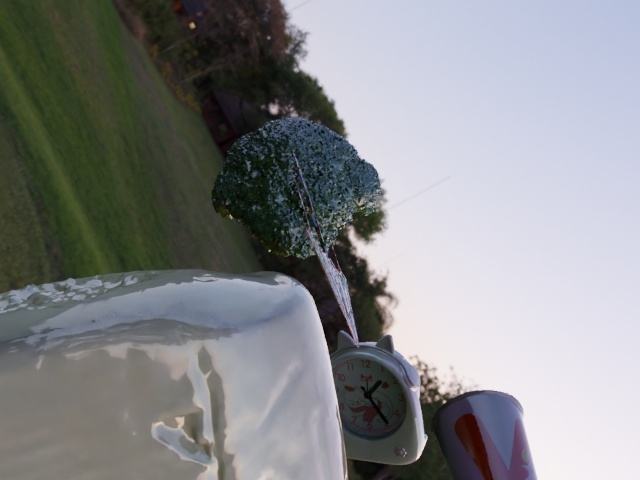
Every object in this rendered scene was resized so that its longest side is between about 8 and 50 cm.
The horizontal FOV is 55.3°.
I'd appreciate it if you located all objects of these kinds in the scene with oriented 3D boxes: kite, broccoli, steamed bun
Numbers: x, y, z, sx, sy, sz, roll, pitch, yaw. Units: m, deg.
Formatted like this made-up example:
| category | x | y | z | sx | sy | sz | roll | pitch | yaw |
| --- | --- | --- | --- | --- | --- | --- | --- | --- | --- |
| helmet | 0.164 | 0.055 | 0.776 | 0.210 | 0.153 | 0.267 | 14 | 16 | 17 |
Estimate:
| category | x | y | z | sx | sy | sz | roll | pitch | yaw |
| --- | --- | --- | --- | --- | --- | --- | --- | --- | --- |
| kite | 0.000 | 0.000 | 0.648 | 0.198 | 0.006 | 0.244 | 55 | 15 | -63 |
| broccoli | -0.046 | -0.081 | 1.118 | 0.307 | 0.308 | 0.275 | -123 | -147 | -42 |
| steamed bun | -0.210 | 0.217 | 0.520 | 0.290 | 0.456 | 0.371 | -161 | -117 | -73 |

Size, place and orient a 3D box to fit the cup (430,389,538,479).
| category | x | y | z | sx | sy | sz | roll | pitch | yaw |
| --- | --- | --- | --- | --- | --- | --- | --- | --- | --- |
| cup | 0.337 | 0.461 | 1.175 | 0.288 | 0.203 | 0.203 | -92 | 161 | -53 |

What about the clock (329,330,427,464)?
| category | x | y | z | sx | sy | sz | roll | pitch | yaw |
| --- | --- | --- | --- | --- | --- | --- | --- | --- | --- |
| clock | 0.123 | 0.373 | 1.488 | 0.109 | 0.265 | 0.324 | -25 | 115 | -64 |
